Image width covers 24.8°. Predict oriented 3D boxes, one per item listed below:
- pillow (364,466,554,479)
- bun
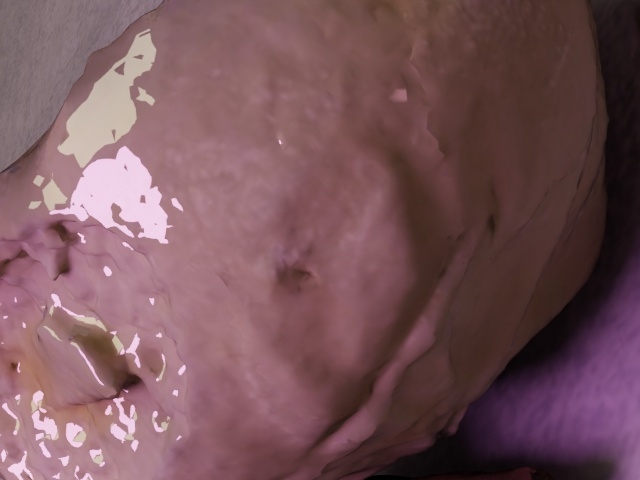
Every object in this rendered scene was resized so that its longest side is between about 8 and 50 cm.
[{"bbox_3d":[-0.012,0.254,0.689,0.305,0.108,0.308,-12,63,60],"label":"pillow"},{"bbox_3d":[0.005,0.000,0.669,0.364,0.202,0.364,-44,-7,-6],"label":"bun"}]
